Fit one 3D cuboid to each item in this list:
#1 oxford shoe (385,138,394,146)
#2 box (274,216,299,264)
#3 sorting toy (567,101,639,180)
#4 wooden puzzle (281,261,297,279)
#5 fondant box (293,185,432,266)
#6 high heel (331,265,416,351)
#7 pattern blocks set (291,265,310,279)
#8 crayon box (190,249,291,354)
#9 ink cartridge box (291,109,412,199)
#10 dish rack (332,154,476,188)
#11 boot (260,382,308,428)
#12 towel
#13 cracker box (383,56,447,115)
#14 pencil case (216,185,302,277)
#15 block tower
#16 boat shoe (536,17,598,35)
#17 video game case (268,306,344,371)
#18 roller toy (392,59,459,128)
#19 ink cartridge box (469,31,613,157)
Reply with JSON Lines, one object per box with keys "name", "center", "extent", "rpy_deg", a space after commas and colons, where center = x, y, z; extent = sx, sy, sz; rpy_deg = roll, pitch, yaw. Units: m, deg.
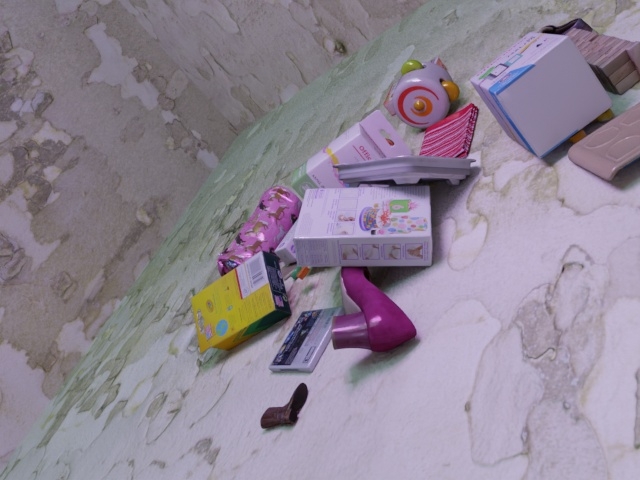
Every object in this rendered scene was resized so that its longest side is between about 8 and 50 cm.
{"name": "oxford shoe", "center": [0.171, -0.316, 2.174], "extent": [0.271, 0.097, 0.098], "rpy_deg": [-14, 30, 50]}
{"name": "box", "center": [-0.043, -0.054, 2.074], "extent": [0.063, 0.067, 0.324], "rpy_deg": [-20, 28, 46]}
{"name": "sorting toy", "center": [0.641, -0.232, 1.297], "extent": [0.229, 0.041, 0.307], "rpy_deg": [-38, 16, 12]}
{"name": "wooden puzzle", "center": [-0.098, 0.093, 1.993], "extent": [0.116, 0.014, 0.079], "rpy_deg": [-37, 26, 15]}
{"name": "fondant box", "center": [0.112, -0.039, 1.547], "extent": [0.330, 0.096, 0.238], "rpy_deg": [-2, 34, 10]}
{"name": "high heel", "center": [0.135, 0.141, 1.443], "extent": [0.181, 0.127, 0.377], "rpy_deg": [-6, 28, 11]}
{"name": "pattern blocks set", "center": [0.000, 0.000, 1.837], "extent": [0.325, 0.026, 0.285], "rpy_deg": [-49, 9, 47]}
{"name": "crayon box", "center": [-0.246, 0.194, 1.850], "extent": [0.318, 0.081, 0.202], "rpy_deg": [-31, 57, 26]}
{"name": "ink cartridge box", "center": [0.104, -0.227, 1.967], "extent": [0.353, 0.207, 0.119], "rpy_deg": [-35, 22, 20]}
{"name": "dish rack", "center": [0.224, -0.180, 1.677], "extent": [0.332, 0.285, 0.073], "rpy_deg": [0, 91, 55]}
{"name": "boot", "center": [-0.087, 0.383, 1.421], "extent": [0.114, 0.037, 0.106], "rpy_deg": [-28, 24, 44]}
{"name": "towel", "center": [0.379, -0.303, 1.876], "extent": [0.198, 0.031, 0.275], "rpy_deg": [-26, 28, 38]}
{"name": "cracker box", "center": [0.367, -0.596, 2.380], "extent": [0.232, 0.067, 0.156], "rpy_deg": [-24, 30, 42]}
{"name": "pencil case", "center": [-0.203, -0.014, 2.146], "extent": [0.160, 0.167, 0.386], "rpy_deg": [2, 49, 40]}
{"name": "block tower", "center": [0.689, -0.455, 1.543], "extent": [0.097, 0.091, 0.335], "rpy_deg": [-40, 22, 11]}
{"name": "boat shoe", "center": [0.672, -0.585, 1.803], "extent": [0.103, 0.092, 0.285], "rpy_deg": [-50, 23, -16]}
{"name": "video game case", "center": [-0.035, 0.255, 1.579], "extent": [0.173, 0.022, 0.190], "rpy_deg": [-14, 37, 50]}
{"name": "roller toy", "center": [0.344, -0.478, 2.044], "extent": [0.191, 0.209, 0.146], "rpy_deg": [108, -175, -47]}
{"name": "ink cartridge box", "center": [0.519, -0.359, 1.482], "extent": [0.198, 0.197, 0.270], "rpy_deg": [-38, 15, 13]}
